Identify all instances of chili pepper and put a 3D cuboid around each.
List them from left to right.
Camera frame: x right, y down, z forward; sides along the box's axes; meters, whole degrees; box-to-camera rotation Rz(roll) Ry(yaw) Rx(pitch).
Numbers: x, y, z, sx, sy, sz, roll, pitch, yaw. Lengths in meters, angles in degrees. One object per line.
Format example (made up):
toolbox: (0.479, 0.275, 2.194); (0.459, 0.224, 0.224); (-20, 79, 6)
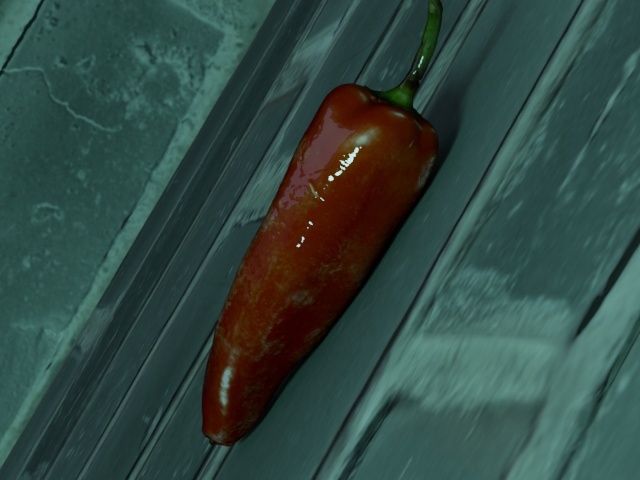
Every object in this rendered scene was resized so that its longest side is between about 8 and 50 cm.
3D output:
chili pepper: (0.000, 0.000, 0.959); (0.063, 0.071, 0.272); (44, 113, 40)
